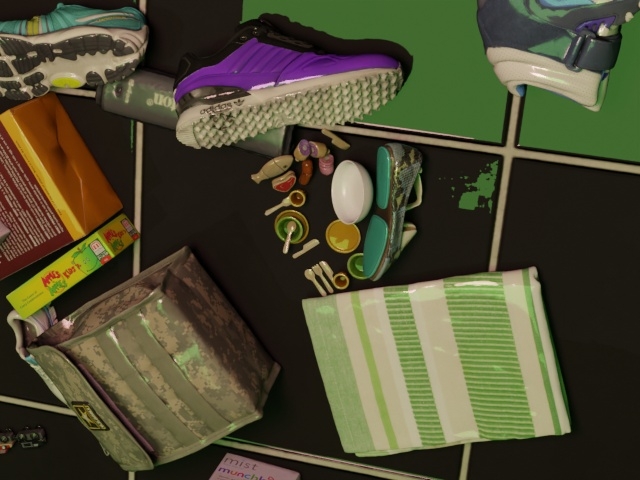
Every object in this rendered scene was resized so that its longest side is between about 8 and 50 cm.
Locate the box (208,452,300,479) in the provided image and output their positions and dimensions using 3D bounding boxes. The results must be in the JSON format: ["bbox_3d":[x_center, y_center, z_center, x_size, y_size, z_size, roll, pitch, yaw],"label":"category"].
[{"bbox_3d":[-0.128,0.479,1.611,0.127,0.231,0.262,13,112,10],"label":"box"}]

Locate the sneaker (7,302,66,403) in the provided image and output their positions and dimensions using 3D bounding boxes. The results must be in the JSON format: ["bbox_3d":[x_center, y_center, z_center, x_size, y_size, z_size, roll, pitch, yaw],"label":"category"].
[{"bbox_3d":[-0.405,0.173,1.660,0.071,0.083,0.191,-25,102,19],"label":"sneaker"}]

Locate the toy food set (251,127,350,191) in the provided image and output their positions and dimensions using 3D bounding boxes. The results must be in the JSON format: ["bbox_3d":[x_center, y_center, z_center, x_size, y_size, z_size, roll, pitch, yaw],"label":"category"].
[{"bbox_3d":[-0.022,-0.096,1.479,0.122,0.019,0.078,-34,142,24],"label":"toy food set"}]

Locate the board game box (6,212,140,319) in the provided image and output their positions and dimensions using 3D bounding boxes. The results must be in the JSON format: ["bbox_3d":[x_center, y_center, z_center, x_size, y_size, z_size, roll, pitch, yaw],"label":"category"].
[{"bbox_3d":[-0.347,0.036,1.591,0.181,0.092,0.043,-33,97,22],"label":"board game box"}]

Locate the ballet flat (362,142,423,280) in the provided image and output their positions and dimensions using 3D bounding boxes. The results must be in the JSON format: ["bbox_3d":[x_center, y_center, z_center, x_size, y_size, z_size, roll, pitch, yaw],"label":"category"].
[{"bbox_3d":[0.100,-0.034,1.469,0.070,0.070,0.188,13,113,10],"label":"ballet flat"}]

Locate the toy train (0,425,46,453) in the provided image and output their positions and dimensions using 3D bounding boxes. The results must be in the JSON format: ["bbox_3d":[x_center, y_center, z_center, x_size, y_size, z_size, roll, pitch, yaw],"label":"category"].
[{"bbox_3d":[-0.498,0.314,1.764,0.158,0.027,0.036,-8,117,17],"label":"toy train"}]

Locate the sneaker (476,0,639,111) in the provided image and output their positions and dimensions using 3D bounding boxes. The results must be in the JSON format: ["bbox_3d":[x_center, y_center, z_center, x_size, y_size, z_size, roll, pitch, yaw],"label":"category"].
[{"bbox_3d":[0.342,-0.271,1.297,0.323,0.130,0.236,-9,116,13],"label":"sneaker"}]

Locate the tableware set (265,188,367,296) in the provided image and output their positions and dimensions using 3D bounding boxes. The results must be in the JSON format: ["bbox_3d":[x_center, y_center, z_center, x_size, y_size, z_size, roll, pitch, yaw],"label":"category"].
[{"bbox_3d":[0.000,0.000,1.525,0.104,0.024,0.154,-31,98,22],"label":"tableware set"}]

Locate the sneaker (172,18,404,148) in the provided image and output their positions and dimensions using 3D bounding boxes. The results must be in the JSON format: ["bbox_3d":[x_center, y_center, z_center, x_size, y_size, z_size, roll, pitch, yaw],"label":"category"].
[{"bbox_3d":[-0.046,-0.218,1.419,0.293,0.102,0.146,-11,68,-1],"label":"sneaker"}]

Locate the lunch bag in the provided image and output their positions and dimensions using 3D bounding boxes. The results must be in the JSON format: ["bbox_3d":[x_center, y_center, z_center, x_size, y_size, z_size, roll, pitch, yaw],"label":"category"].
[{"bbox_3d":[-0.245,0.183,1.570,0.287,0.169,0.235,-29,106,22],"label":"lunch bag"}]

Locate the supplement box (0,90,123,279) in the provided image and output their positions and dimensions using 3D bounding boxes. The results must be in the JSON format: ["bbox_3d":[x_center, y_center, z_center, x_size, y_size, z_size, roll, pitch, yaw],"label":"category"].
[{"bbox_3d":[-0.418,-0.068,1.553,0.194,0.129,0.191,-26,100,21],"label":"supplement box"}]

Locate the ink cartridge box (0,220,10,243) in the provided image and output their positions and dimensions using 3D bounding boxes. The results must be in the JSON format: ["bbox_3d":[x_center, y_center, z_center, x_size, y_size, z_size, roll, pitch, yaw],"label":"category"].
[{"bbox_3d":[-0.453,-0.008,1.448,0.063,0.115,0.029,42,113,-2],"label":"ink cartridge box"}]

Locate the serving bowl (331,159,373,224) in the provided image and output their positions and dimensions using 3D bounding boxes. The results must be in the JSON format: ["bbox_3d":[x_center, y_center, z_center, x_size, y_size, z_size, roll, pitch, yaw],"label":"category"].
[{"bbox_3d":[0.046,-0.063,1.471,0.027,0.083,0.083,-4,114,-29],"label":"serving bowl"}]

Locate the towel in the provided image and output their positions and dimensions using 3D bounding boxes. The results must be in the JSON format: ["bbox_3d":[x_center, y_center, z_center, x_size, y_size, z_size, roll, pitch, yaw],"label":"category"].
[{"bbox_3d":[0.158,0.169,1.537,0.325,0.038,0.248,-10,105,19],"label":"towel"}]

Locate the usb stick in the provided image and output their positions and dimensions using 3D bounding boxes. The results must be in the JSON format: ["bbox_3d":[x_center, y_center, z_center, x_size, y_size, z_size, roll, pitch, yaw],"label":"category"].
[{"bbox_3d":[-0.163,-0.172,1.496,0.278,0.045,0.077,16,113,9],"label":"usb stick"}]

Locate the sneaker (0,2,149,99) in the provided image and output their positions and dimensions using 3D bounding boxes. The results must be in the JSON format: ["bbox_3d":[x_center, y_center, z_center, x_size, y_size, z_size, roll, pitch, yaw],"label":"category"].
[{"bbox_3d":[-0.356,-0.256,1.488,0.275,0.110,0.107,-1,135,9],"label":"sneaker"}]
